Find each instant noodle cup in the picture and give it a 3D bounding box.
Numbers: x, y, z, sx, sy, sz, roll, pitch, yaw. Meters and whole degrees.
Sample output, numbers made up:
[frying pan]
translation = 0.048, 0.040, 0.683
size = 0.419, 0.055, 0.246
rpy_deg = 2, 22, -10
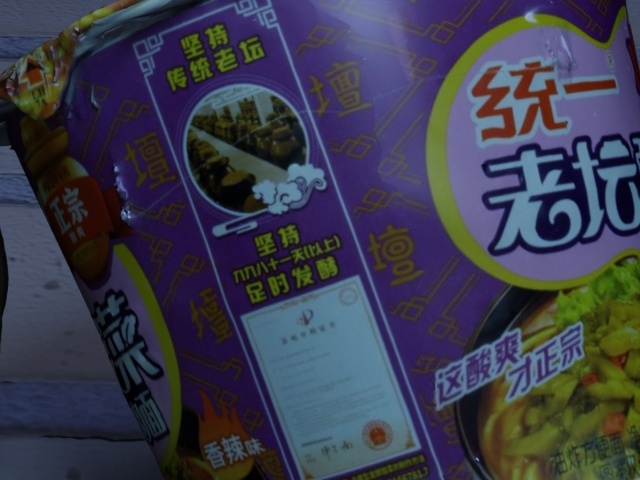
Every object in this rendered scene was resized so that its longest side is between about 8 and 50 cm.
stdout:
[instant noodle cup]
translation = 0.026, 0.016, 0.912
size = 0.340, 0.265, 0.340
rpy_deg = -17, -6, -2

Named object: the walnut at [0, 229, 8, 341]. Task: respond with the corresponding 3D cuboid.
[walnut]
translation = -0.326, 0.018, 0.924
size = 0.381, 0.381, 0.381
rpy_deg = 1, 25, 0
